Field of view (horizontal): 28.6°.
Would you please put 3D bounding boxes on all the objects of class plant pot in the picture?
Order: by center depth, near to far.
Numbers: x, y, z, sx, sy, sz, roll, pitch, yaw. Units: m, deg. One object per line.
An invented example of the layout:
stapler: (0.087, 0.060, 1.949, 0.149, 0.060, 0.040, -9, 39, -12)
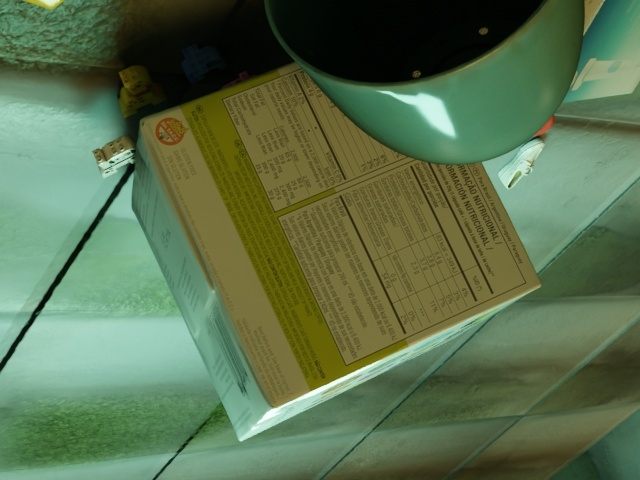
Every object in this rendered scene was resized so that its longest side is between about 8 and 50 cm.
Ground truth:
plant pot: (0.122, -0.210, 1.223, 0.293, 0.293, 0.235, -28, 147, 6)

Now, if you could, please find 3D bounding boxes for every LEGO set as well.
LEGO set: (-0.175, -0.165, 1.429, 0.227, 0.087, 0.093, -26, 168, 3)

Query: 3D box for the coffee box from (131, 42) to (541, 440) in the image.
coffee box: (0.000, 0.000, 1.475, 0.334, 0.338, 0.337, -24, 172, -15)

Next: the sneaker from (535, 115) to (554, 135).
sneaker: (0.230, -0.165, 1.720, 0.279, 0.118, 0.107, 6, 140, -44)

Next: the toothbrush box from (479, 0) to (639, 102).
toothbrush box: (0.320, -0.283, 1.450, 0.295, 0.126, 0.216, -14, 138, -54)

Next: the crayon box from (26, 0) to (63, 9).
crayon box: (-0.242, -0.307, 1.069, 0.323, 0.083, 0.203, -27, 157, 32)

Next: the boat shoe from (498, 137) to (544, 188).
boat shoe: (0.318, -0.118, 1.957, 0.035, 0.035, 0.100, 5, 140, -43)
